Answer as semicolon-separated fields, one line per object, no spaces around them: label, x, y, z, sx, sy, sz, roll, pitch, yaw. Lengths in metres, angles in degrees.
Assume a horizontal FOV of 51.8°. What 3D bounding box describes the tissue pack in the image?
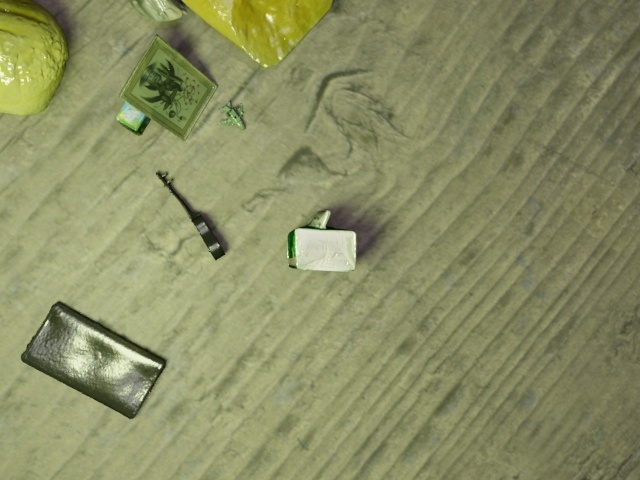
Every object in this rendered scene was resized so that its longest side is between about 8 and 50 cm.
tissue pack;-0.002;-0.001;1.642;0.148;0.209;0.156;0;89;-8

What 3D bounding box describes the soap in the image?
soap;-0.193;-0.663;1.643;0.427;0.115;0.306;40;89;-7

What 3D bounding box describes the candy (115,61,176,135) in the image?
candy;-0.425;-0.358;1.627;0.062;0.097;0.195;30;87;-9

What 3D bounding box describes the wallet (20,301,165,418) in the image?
wallet;-0.566;0.301;1.654;0.321;0.044;0.170;30;87;-5

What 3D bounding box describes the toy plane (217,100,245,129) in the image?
toy plane;-0.221;-0.316;1.689;0.080;0.033;0.083;-44;97;-19

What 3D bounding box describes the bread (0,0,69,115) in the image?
bread;-0.738;-0.430;1.480;0.320;0.320;0.237;15;116;-8

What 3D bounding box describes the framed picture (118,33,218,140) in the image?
framed picture;-0.362;-0.364;1.600;0.010;0.231;0.173;29;88;36

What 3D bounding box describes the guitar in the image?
guitar;-0.327;-0.069;1.668;0.038;0.084;0.271;-35;89;-9

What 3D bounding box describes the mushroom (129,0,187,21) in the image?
mushroom;-0.465;-0.675;1.610;0.097;0.109;0.351;-40;96;-38
